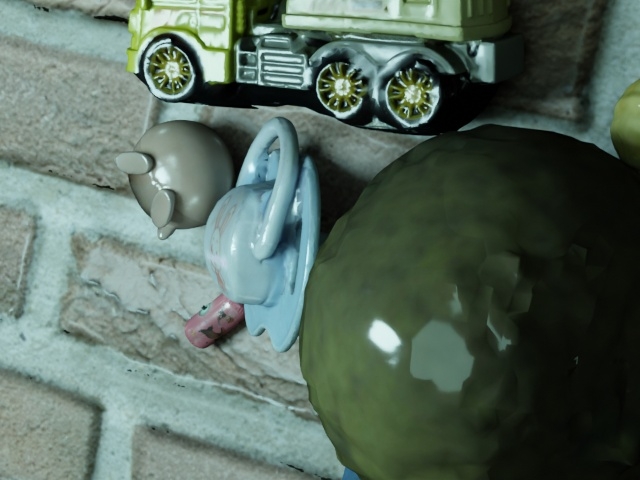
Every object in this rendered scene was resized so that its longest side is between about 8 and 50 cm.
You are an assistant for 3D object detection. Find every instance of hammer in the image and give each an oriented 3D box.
[{"bbox_3d":[-0.115,0.086,2.186,0.083,0.043,0.043,-38,80,26],"label":"hammer"}]

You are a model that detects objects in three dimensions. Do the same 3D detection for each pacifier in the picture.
[{"bbox_3d":[0.000,0.000,2.048,0.226,0.287,0.238,10,89,-17],"label":"pacifier"}]

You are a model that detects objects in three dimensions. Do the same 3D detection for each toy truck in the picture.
[{"bbox_3d":[0.004,-0.242,2.005,0.405,0.180,0.254,7,102,24],"label":"toy truck"}]

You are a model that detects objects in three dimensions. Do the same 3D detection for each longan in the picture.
[{"bbox_3d":[0.171,0.085,1.831,0.391,0.391,0.391,4,99,25],"label":"longan"}]

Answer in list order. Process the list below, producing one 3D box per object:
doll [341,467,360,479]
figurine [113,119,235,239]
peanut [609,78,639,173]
[{"bbox_3d":[0.047,0.239,2.138,0.037,0.027,0.125,20,109,23],"label":"doll"},{"bbox_3d":[-0.152,-0.069,2.129,0.125,0.138,0.125,7,105,27],"label":"figurine"},{"bbox_3d":[0.425,-0.064,1.851,0.319,0.147,0.147,25,108,9],"label":"peanut"}]
